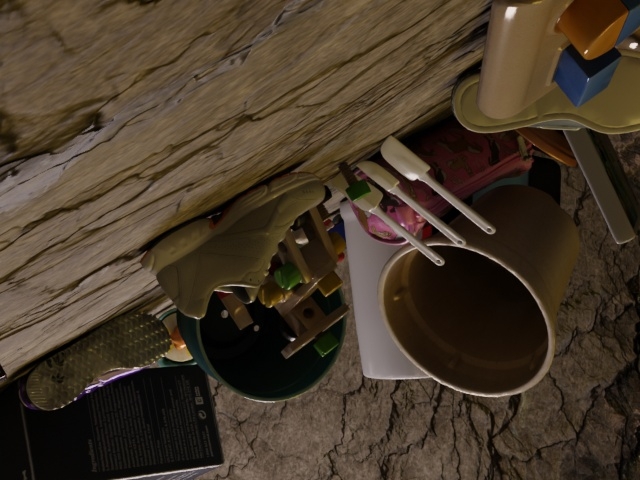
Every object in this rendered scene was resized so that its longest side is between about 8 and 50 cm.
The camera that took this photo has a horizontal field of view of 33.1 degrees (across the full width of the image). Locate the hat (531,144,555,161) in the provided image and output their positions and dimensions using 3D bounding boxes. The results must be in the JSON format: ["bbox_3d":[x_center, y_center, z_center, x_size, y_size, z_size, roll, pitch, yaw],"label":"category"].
[{"bbox_3d":[0.429,-0.215,2.261,0.208,0.183,0.173,-30,179,-28],"label":"hat"}]

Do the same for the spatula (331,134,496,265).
[{"bbox_3d":[0.151,-0.058,1.740,0.168,0.242,0.019,-38,-157,41],"label":"spatula"}]

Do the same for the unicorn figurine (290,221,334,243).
[{"bbox_3d":[-0.034,-0.021,2.005,0.111,0.060,0.162,-32,177,0],"label":"unicorn figurine"}]

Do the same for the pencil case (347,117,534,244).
[{"bbox_3d":[0.221,-0.124,1.935,0.386,0.160,0.167,-28,175,-37],"label":"pencil case"}]

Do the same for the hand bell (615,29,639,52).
[{"bbox_3d":[0.393,-0.311,1.369,0.126,0.126,0.242,-33,165,24],"label":"hand bell"}]

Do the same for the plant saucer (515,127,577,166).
[{"bbox_3d":[0.354,-0.198,1.783,0.037,0.200,0.200,-53,170,19],"label":"plant saucer"}]

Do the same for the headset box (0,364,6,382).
[{"bbox_3d":[-0.462,0.190,1.431,0.083,0.032,0.062,-29,176,-19],"label":"headset box"}]

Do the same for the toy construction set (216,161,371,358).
[{"bbox_3d":[-0.052,0.070,1.589,0.257,0.237,0.309,-33,176,34],"label":"toy construction set"}]

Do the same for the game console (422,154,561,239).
[{"bbox_3d":[0.360,-0.024,2.213,0.387,0.342,0.060,8,177,-39],"label":"game console"}]

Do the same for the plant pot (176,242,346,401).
[{"bbox_3d":[-0.130,0.137,1.901,0.272,0.271,0.255,-30,-169,-23],"label":"plant pot"}]

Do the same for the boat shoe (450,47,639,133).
[{"bbox_3d":[0.337,-0.207,1.482,0.320,0.116,0.099,-5,-164,0],"label":"boat shoe"}]

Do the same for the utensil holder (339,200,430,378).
[{"bbox_3d":[0.223,0.090,2.345,0.328,0.385,0.327,-6,179,0],"label":"utensil holder"}]

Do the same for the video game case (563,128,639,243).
[{"bbox_3d":[0.440,-0.167,1.765,0.036,0.329,0.300,-25,180,21],"label":"video game case"}]

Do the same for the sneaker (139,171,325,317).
[{"bbox_3d":[-0.090,0.010,1.338,0.262,0.121,0.099,-30,178,-26],"label":"sneaker"}]

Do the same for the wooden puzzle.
[{"bbox_3d":[0.343,-0.256,1.165,0.348,0.080,0.322,-30,166,-3],"label":"wooden puzzle"}]

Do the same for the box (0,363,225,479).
[{"bbox_3d":[-0.441,0.393,2.102,0.395,0.212,0.293,0,158,-38],"label":"box"}]

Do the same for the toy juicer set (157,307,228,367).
[{"bbox_3d":[-0.286,0.241,2.358,0.329,0.209,0.089,-30,-167,-10],"label":"toy juicer set"}]

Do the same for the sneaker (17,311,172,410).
[{"bbox_3d":[-0.409,0.216,1.904,0.293,0.102,0.146,-23,177,-37],"label":"sneaker"}]

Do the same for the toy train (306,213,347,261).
[{"bbox_3d":[0.000,0.000,2.556,0.248,0.105,0.143,-25,-168,-18],"label":"toy train"}]

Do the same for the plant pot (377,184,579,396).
[{"bbox_3d":[0.320,0.063,1.974,0.334,0.334,0.305,-34,-171,45],"label":"plant pot"}]
